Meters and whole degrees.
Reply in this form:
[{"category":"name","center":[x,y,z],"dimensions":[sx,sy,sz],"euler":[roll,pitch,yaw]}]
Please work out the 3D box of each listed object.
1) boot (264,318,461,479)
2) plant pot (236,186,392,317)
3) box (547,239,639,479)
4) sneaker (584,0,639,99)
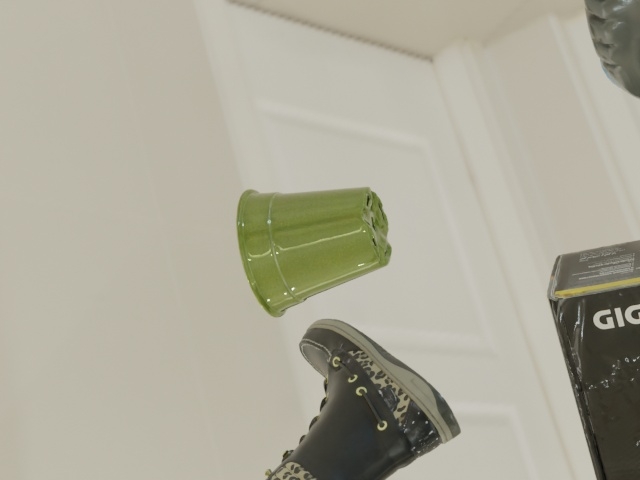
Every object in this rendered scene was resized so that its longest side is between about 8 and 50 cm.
[{"category":"boot","center":[0.003,0.178,1.380],"dimensions":[0.178,0.236,0.085],"euler":[-41,125,-15]},{"category":"plant pot","center":[0.000,0.000,0.890],"dimensions":[0.079,0.083,0.083],"euler":[-13,159,18]},{"category":"box","center":[0.339,0.108,0.951],"dimensions":[0.322,0.257,0.079],"euler":[-11,-159,20]},{"category":"sneaker","center":[0.166,-0.179,0.548],"dimensions":[0.139,0.125,0.341],"euler":[-3,145,8]}]
